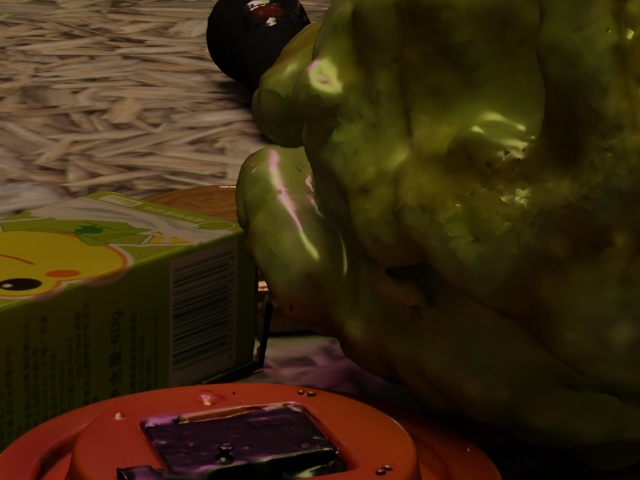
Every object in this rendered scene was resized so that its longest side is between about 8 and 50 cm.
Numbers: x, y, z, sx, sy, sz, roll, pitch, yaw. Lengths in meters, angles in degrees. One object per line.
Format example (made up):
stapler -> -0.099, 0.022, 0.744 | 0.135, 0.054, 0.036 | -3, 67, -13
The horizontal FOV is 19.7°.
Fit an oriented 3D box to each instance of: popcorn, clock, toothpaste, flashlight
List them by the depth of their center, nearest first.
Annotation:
clock -> -0.029, 0.100, 0.720 | 0.205, 0.051, 0.205 | 2, 17, -1
popcorn -> 0.119, -0.044, 0.807 | 0.274, 0.279, 0.335 | 43, -14, -36
toothpaste -> -0.167, 0.051, 0.822 | 0.110, 0.077, 0.327 | 15, 22, 36
flashlight -> -0.035, -0.143, 1.451 | 0.093, 0.093, 0.232 | -2, 18, -10

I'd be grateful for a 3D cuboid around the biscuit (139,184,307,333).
biscuit -> 0.000, -0.001, 1.069 | 0.289, 0.044, 0.202 | -9, 19, -23
